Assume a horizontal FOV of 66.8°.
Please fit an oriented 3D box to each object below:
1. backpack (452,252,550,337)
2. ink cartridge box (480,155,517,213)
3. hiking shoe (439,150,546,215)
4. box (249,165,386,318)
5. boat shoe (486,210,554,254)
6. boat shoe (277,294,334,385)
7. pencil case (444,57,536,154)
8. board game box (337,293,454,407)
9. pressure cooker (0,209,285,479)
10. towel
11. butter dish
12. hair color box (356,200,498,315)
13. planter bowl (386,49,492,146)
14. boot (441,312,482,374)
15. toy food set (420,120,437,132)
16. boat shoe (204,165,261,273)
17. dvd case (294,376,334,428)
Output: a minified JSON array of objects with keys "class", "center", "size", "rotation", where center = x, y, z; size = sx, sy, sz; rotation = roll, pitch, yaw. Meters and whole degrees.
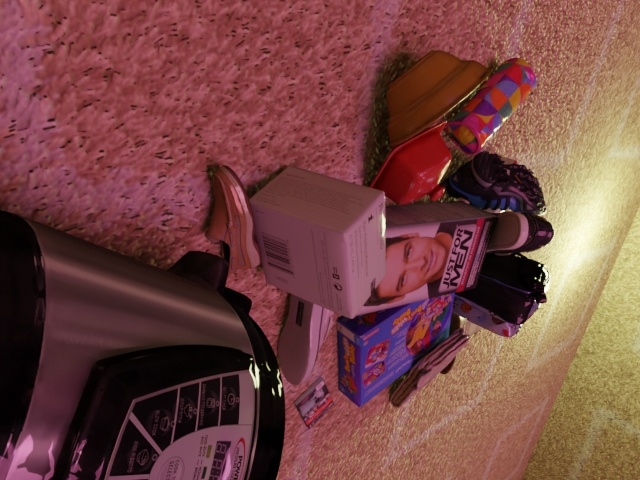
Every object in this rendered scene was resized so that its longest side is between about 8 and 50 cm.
[{"class":"backpack","center":[0.487,0.122,1.318],"size":[0.263,0.276,0.213],"rotation":[-21,131,-44]},{"class":"ink cartridge box","center":[0.468,-0.139,1.286],"size":[0.099,0.056,0.135],"rotation":[-36,134,-26]},{"class":"hiking shoe","center":[0.430,-0.125,1.181],"size":[0.304,0.132,0.113],"rotation":[20,61,-33]},{"class":"box","center":[0.000,0.000,0.781],"size":[0.119,0.182,0.181],"rotation":[-47,143,-37]},{"class":"boat shoe","center":[0.420,-0.014,1.142],"size":[0.091,0.302,0.114],"rotation":[6,94,-11]},{"class":"boat shoe","center":[-0.016,0.158,0.951],"size":[0.088,0.096,0.267],"rotation":[-7,111,-42]},{"class":"pencil case","center":[0.377,-0.297,1.072],"size":[0.236,0.104,0.104],"rotation":[-46,137,-16]},{"class":"board game box","center":[0.194,0.223,1.206],"size":[0.347,0.078,0.233],"rotation":[-26,129,-33]},{"class":"pressure cooker","center":[-0.246,0.191,0.533],"size":[0.370,0.375,0.420],"rotation":[-39,142,14]},{"class":"towel","center":[0.302,0.360,1.348],"size":[0.187,0.049,0.282],"rotation":[-28,153,-28]},{"class":"butter dish","center":[0.191,-0.127,0.935],"size":[0.160,0.118,0.160],"rotation":[-32,166,-29]},{"class":"hair color box","center":[0.196,0.026,1.032],"size":[0.374,0.113,0.185],"rotation":[-6,117,-34]},{"class":"planter bowl","center":[0.184,-0.270,0.862],"size":[0.217,0.217,0.090],"rotation":[-44,101,-18]},{"class":"boot","center":[0.429,0.298,1.491],"size":[0.165,0.077,0.213],"rotation":[-12,118,-43]},{"class":"toy food set","center":[0.193,-0.214,0.963],"size":[0.083,0.020,0.082],"rotation":[-37,172,-21]},{"class":"boat shoe","center":[-0.141,-0.021,0.739],"size":[0.072,0.068,0.190],"rotation":[-24,129,-19]},{"class":"dvd case","center":[-0.013,0.384,1.142],"size":[0.087,0.013,0.119],"rotation":[-40,137,-22]}]
